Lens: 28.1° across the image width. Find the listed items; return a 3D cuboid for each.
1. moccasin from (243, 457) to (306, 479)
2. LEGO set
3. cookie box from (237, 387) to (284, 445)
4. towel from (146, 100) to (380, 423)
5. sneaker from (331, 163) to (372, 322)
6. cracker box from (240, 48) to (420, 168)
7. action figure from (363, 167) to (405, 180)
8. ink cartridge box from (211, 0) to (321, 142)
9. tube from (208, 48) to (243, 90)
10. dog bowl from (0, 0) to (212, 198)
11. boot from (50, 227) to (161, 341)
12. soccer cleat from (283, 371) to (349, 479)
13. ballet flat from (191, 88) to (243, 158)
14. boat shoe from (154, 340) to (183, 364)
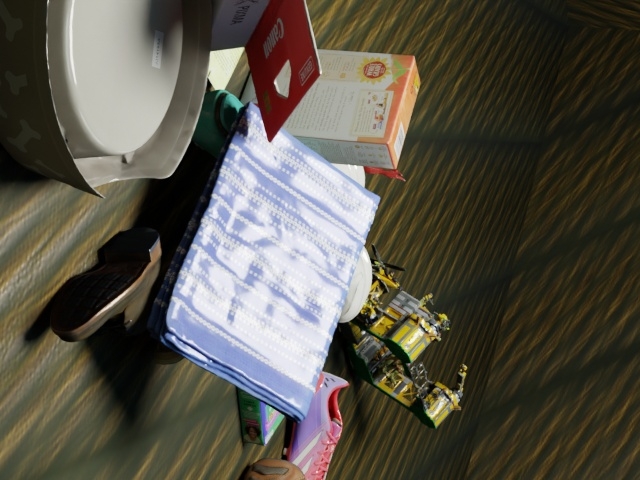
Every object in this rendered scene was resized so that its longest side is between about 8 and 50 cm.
[{"bbox_3d":[-0.050,0.521,1.995,0.147,0.139,0.380,-58,148,-49],"label":"moccasin"},{"bbox_3d":[0.173,0.163,2.336,0.192,0.255,0.331,-45,134,-19],"label":"LEGO set"},{"bbox_3d":[-0.088,0.240,1.942,0.092,0.040,0.107,-53,144,-54],"label":"cookie box"},{"bbox_3d":[-0.057,0.025,1.560,0.243,0.040,0.336,35,60,-28],"label":"towel"},{"bbox_3d":[0.000,0.000,2.058,0.152,0.114,0.305,-33,124,-49],"label":"sneaker"},{"bbox_3d":[0.008,-0.188,1.784,0.067,0.232,0.155,70,33,-55],"label":"cracker box"},{"bbox_3d":[0.071,-0.187,2.126,0.280,0.139,0.091,63,39,-62],"label":"action figure"},{"bbox_3d":[-0.083,-0.264,1.431,0.296,0.066,0.261,141,-61,-74],"label":"ink cartridge box"},{"bbox_3d":[-0.107,-0.313,1.693,0.070,0.062,0.240,29,66,-22],"label":"tube"},{"bbox_3d":[-0.227,-0.214,1.302,0.349,0.102,0.348,7,90,-71],"label":"dog bowl"},{"bbox_3d":[-0.227,0.080,1.429,0.219,0.082,0.106,-56,145,-56],"label":"boot"},{"bbox_3d":[-0.008,0.339,2.124,0.083,0.095,0.248,-12,107,-70],"label":"soccer cleat"},{"bbox_3d":[-0.107,-0.125,1.683,0.247,0.087,0.083,44,54,-55],"label":"ballet flat"},{"bbox_3d":[-0.182,0.105,1.625,0.135,0.050,0.045,-73,157,-56],"label":"boat shoe"}]
